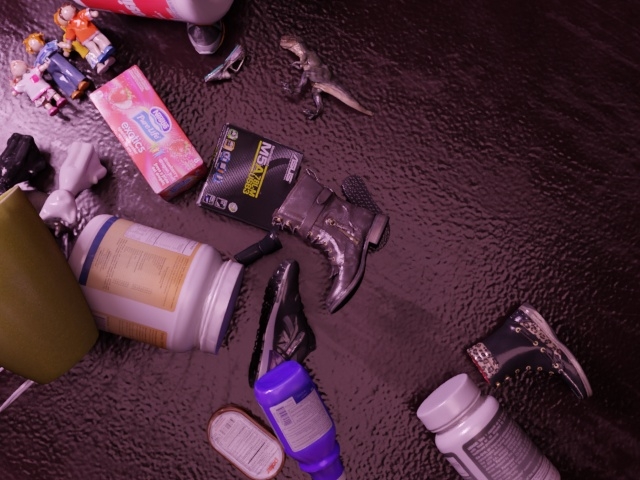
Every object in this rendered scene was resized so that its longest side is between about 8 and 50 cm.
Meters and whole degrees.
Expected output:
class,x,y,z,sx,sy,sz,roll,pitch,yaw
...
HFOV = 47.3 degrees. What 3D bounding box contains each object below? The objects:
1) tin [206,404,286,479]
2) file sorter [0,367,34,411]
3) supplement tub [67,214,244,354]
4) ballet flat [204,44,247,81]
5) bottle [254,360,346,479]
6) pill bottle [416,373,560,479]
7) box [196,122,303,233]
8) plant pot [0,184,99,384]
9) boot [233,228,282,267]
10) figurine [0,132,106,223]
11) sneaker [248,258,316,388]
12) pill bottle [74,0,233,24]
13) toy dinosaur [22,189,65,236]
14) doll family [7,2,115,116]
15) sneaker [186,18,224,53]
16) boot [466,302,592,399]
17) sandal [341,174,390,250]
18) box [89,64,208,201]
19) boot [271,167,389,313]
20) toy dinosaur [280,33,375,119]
class,x,y,z,sx,sy,sz,roll,pitch,yaw
tin,-0.159,0.433,1.556,0.190,0.040,0.106,38,89,1
file sorter,-0.647,0.178,1.431,0.277,0.193,0.173,46,46,-6
supplement tub,-0.332,0.095,1.479,0.316,0.228,0.228,17,85,-1
ballet flat,-0.205,-0.383,1.619,0.041,0.041,0.114,44,86,2
bottle,-0.030,0.387,1.498,0.118,0.092,0.282,-32,110,-16
pill bottle,0.343,0.425,1.513,0.161,0.161,0.283,-40,88,-5
box,-0.150,-0.132,1.571,0.184,0.045,0.190,21,84,-18
plant pot,-0.536,0.102,1.276,0.275,0.275,0.293,-39,110,-5
boot,-0.135,0.021,1.550,0.099,0.121,0.045,-26,84,-10
figurine,-0.573,-0.115,1.500,0.215,0.092,0.209,8,44,0
sneaker,-0.065,0.184,1.561,0.124,0.107,0.283,13,89,-16
pill bottle,-0.389,-0.579,1.493,0.408,0.229,0.229,13,85,20
toy dinosaur,-0.648,-0.029,1.533,0.160,0.121,0.313,44,88,-5
doll family,-0.557,-0.402,1.584,0.263,0.118,0.163,-42,94,13
sneaker,-0.255,-0.518,1.605,0.084,0.083,0.214,-1,87,-4
boot,0.447,0.275,1.569,0.179,0.085,0.236,-35,81,-2
sandal,0.101,-0.061,1.607,0.067,0.040,0.179,-22,77,-8
box,-0.358,-0.223,1.554,0.123,0.128,0.257,-35,87,-4
boot,0.000,0.000,1.540,0.229,0.091,0.263,25,74,7
toy dinosaur,-0.010,-0.343,1.614,0.268,0.064,0.118,45,79,-2
